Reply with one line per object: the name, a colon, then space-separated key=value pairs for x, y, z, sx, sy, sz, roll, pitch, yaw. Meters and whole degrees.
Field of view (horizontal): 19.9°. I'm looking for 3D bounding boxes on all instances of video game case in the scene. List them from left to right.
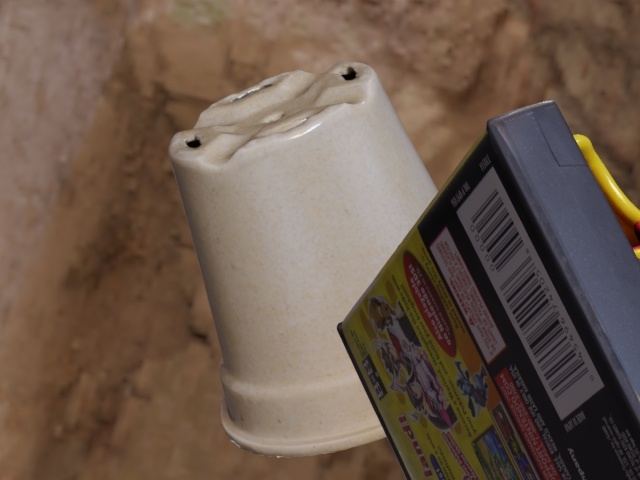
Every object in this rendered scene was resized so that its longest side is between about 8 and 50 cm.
video game case: x=0.106 y=0.112 z=0.785 sx=0.274 sy=0.035 sz=0.248 roll=64 pitch=-22 yaw=15

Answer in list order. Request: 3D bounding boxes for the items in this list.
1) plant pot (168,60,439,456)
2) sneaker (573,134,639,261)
plant pot: x=0.000 y=0.000 z=1.841 sx=0.334 sy=0.334 sz=0.305 roll=-72 pitch=142 yaw=-65
sneaker: x=0.142 y=0.032 z=0.829 sx=0.064 sy=0.175 sz=0.067 roll=-38 pitch=180 yaw=-22
